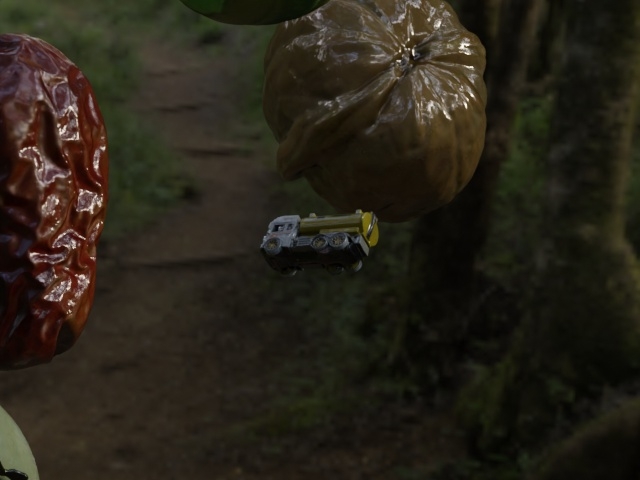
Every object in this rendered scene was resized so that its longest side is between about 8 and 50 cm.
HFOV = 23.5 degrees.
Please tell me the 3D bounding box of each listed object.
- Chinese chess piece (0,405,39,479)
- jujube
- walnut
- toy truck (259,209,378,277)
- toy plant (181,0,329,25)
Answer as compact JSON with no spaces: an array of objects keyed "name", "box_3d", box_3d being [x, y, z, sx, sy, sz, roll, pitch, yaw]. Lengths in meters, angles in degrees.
[{"name":"Chinese chess piece","box_3d":[-0.314,0.190,1.111,0.238,0.237,0.092,5,34,-11]},{"name":"jujube","box_3d":[-0.315,-0.037,1.569,0.216,0.342,0.216,-3,-8,0]},{"name":"walnut","box_3d":[0.064,-0.164,1.797,0.285,0.296,0.285,-33,-6,-4]},{"name":"toy truck","box_3d":[0.000,0.000,1.662,0.123,0.063,0.052,-4,-39,25]},{"name":"toy plant","box_3d":[0.041,-0.262,1.032,0.316,0.184,0.224,-19,20,-24]}]
